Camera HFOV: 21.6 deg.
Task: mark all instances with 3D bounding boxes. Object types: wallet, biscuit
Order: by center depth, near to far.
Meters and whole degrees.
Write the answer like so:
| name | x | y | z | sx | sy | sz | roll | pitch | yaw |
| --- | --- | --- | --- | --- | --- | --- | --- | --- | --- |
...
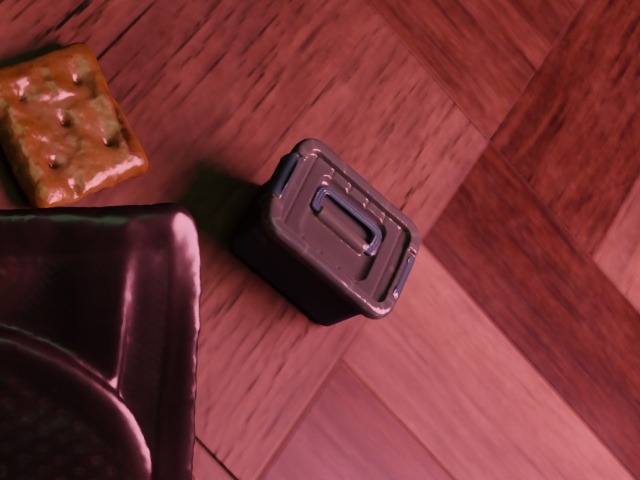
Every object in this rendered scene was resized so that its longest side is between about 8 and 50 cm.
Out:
| name | x | y | z | sx | sy | sz | roll | pitch | yaw |
| --- | --- | --- | --- | --- | --- | --- | --- | --- | --- |
| wallet | -0.158 | 0.140 | 0.629 | 0.247 | 0.041 | 0.323 | -2 | 111 | -25 |
| biscuit | -0.138 | -0.062 | 0.896 | 0.081 | 0.018 | 0.083 | -24 | 86 | -43 |

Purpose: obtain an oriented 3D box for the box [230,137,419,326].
| name | x | y | z | sx | sy | sz | roll | pitch | yaw |
| --- | --- | --- | --- | --- | --- | --- | --- | --- | --- |
| box | 0.000 | 0.000 | 0.956 | 0.099 | 0.054 | 0.074 | 41 | 52 | -18 |

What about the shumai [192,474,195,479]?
| name | x | y | z | sx | sy | sz | roll | pitch | yaw |
| --- | --- | --- | --- | --- | --- | --- | --- | --- | --- |
| shumai | -0.167 | 0.096 | 0.711 | 0.206 | 0.166 | 0.175 | 42 | 54 | 8 |
